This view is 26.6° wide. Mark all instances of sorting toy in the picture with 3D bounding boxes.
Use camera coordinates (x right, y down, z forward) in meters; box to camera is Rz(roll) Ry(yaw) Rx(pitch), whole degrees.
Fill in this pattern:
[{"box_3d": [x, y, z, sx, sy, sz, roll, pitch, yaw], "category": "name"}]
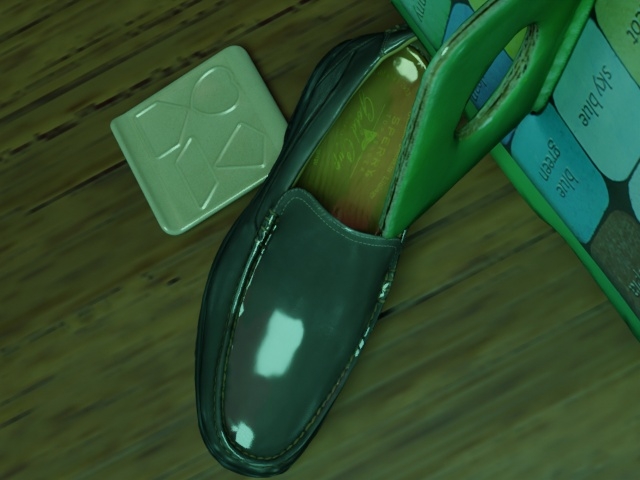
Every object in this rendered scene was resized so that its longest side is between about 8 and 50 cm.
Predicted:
[{"box_3d": [-0.038, -0.028, 0.523, 0.062, 0.012, 0.083, -30, 70, 3], "category": "sorting toy"}]

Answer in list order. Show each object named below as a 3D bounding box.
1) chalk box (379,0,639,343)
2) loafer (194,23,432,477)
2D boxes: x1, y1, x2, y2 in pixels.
[{"box_3d": [0.131, -0.097, 0.382, 0.289, 0.180, 0.179, -26, 69, -19], "category": "chalk box"}, {"box_3d": [0.000, 0.000, 0.473, 0.062, 0.061, 0.170, 19, 78, -11], "category": "loafer"}]
